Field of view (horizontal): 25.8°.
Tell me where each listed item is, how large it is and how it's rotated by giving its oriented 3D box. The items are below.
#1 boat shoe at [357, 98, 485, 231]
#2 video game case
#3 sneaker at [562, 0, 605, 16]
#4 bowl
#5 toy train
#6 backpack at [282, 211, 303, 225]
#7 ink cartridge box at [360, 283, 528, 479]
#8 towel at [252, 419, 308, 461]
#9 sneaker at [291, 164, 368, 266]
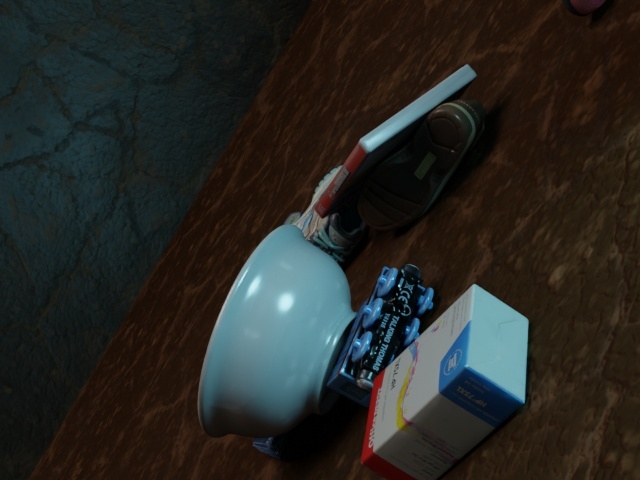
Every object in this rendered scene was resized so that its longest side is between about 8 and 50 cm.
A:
[{"bbox_3d":[0.151,-0.106,1.968,0.095,0.095,0.257,-38,-5,-46],"label":"boat shoe"},{"bbox_3d":[0.102,-0.137,2.005,0.204,0.025,0.285,-36,-7,-21],"label":"video game case"},{"bbox_3d":[0.397,-0.428,1.756,0.136,0.116,0.313,29,101,43],"label":"sneaker"},{"bbox_3d":[-0.033,0.139,1.815,0.298,0.134,0.297,-57,-21,-36],"label":"bowl"},{"bbox_3d":[0.076,0.115,1.737,0.105,0.080,0.184,-46,18,56],"label":"toy train"},{"bbox_3d":[-0.023,-0.002,2.285,0.114,0.084,0.105,-57,16,-11],"label":"backpack"},{"bbox_3d":[0.118,0.171,1.474,0.231,0.078,0.134,-48,17,34],"label":"ink cartridge box"},{"bbox_3d":[-0.055,0.268,1.932,0.067,0.029,0.119,-59,14,-11],"label":"towel"},{"bbox_3d":[0.000,0.000,2.164,0.283,0.110,0.122,-60,18,-9],"label":"sneaker"}]
